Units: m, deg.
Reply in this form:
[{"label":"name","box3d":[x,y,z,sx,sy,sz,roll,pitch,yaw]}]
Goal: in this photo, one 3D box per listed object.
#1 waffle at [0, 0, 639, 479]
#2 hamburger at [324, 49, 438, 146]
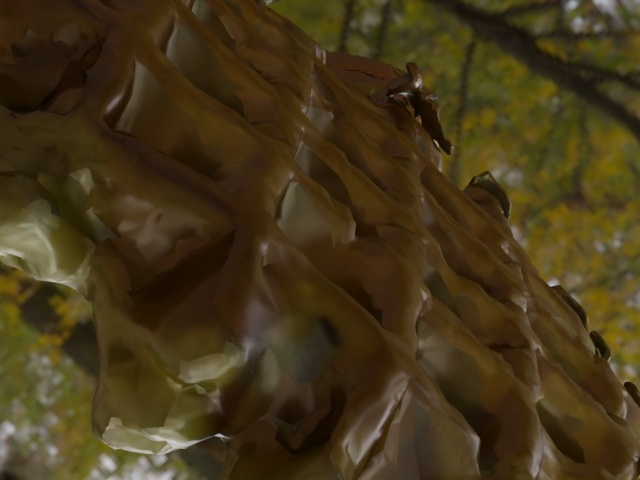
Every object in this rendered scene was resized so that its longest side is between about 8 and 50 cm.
[{"label":"waffle","box3d":[0.000,0.000,0.553,0.068,0.325,0.302,-43,-124,16]},{"label":"hamburger","box3d":[-0.026,-0.047,1.303,0.244,0.163,0.244,-3,-141,3]}]
